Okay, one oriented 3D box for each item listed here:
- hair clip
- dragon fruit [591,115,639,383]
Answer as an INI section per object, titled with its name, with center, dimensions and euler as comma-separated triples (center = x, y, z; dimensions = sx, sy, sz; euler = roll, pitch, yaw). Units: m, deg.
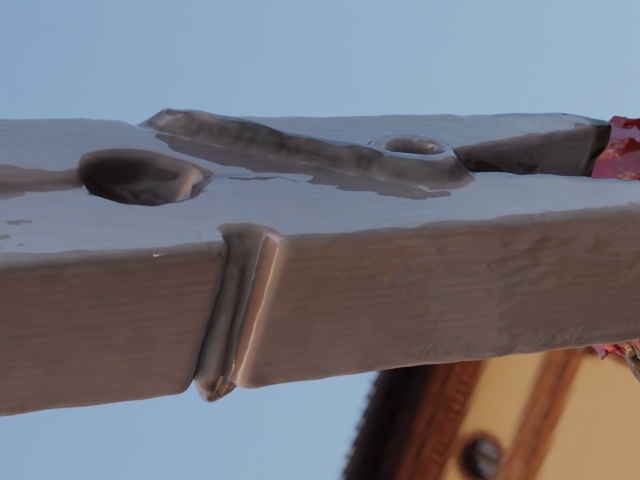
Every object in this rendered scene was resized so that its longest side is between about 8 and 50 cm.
[hair clip]
center = -0.002, 0.004, 0.640
dimensions = 0.331, 0.101, 0.085
euler = -6, -51, -34
[dragon fruit]
center = 0.291, 0.012, 1.710
dimensions = 0.210, 0.205, 0.268
euler = 14, -119, -48
